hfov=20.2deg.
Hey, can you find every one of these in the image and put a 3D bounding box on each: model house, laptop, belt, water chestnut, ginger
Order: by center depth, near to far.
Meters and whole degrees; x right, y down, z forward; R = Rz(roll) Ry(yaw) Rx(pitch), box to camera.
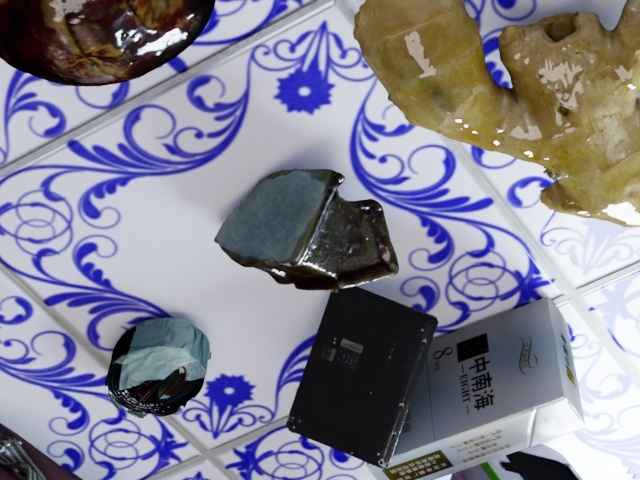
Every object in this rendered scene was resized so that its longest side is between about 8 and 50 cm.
[{"bbox_3d":[-0.212,-0.244,1.577,0.223,0.238,0.224,-30,134,-36],"label":"water chestnut"},{"bbox_3d":[0.225,-0.129,1.756,0.363,0.122,0.348,-12,126,-5],"label":"ginger"},{"bbox_3d":[-0.005,0.000,1.897,0.152,0.106,0.165,27,164,-40],"label":"model house"},{"bbox_3d":[0.045,0.148,1.983,0.129,0.016,0.180,20,97,19],"label":"laptop"},{"bbox_3d":[-0.185,0.142,2.043,0.105,0.058,0.140,34,128,-23],"label":"belt"}]

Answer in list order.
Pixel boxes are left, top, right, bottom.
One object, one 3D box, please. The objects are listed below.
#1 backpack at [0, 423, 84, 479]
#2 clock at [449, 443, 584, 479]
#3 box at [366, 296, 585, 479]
[{"bbox_3d":[-0.357,0.392,2.098,0.197,0.317,0.283,-31,126,27],"label":"backpack"},{"bbox_3d":[0.213,0.415,2.126,0.166,0.235,0.309,16,105,-19],"label":"clock"},{"bbox_3d":[0.168,0.174,2.022,0.243,0.155,0.067,-21,134,19],"label":"box"}]
